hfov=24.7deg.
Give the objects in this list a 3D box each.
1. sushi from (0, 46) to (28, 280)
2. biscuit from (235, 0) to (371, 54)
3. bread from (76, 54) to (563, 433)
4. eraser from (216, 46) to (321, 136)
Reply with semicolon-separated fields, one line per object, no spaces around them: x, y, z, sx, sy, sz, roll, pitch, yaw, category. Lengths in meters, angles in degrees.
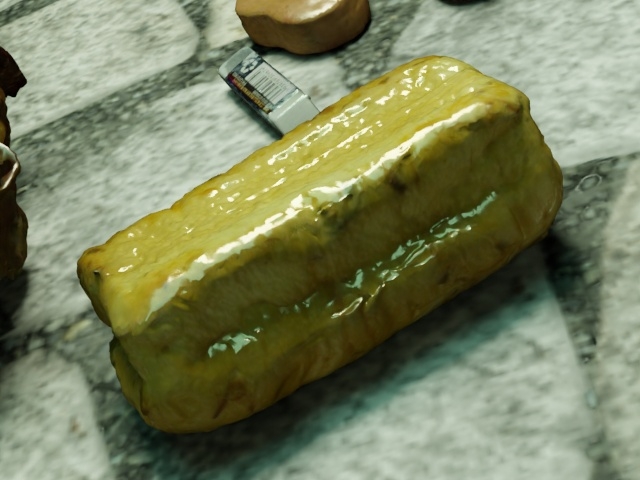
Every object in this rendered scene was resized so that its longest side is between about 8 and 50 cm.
-0.230;-0.003;0.723;0.166;0.179;0.296;-1;49;-10;sushi
0.035;-0.233;0.976;0.202;0.047;0.334;-17;33;9;biscuit
0.000;0.000;0.633;0.211;0.083;0.114;-29;29;-9;bread
-0.029;-0.083;0.824;0.027;0.019;0.099;-42;35;-3;eraser
